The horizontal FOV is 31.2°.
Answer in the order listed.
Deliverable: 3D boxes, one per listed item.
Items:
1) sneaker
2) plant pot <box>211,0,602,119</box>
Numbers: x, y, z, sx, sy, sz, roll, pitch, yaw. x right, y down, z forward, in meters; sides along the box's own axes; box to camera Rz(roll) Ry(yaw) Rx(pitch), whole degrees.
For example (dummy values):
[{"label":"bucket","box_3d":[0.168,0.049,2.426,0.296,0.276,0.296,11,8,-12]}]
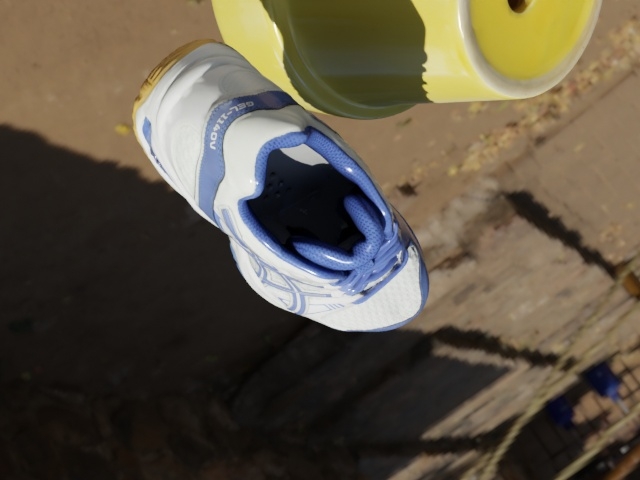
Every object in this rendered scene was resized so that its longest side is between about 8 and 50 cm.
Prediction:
[{"label":"sneaker","box_3d":[0.000,0.000,0.735,0.112,0.131,0.296,-50,136,0]},{"label":"plant pot","box_3d":[0.078,-0.211,0.904,0.254,0.239,0.254,-15,114,-36]}]
